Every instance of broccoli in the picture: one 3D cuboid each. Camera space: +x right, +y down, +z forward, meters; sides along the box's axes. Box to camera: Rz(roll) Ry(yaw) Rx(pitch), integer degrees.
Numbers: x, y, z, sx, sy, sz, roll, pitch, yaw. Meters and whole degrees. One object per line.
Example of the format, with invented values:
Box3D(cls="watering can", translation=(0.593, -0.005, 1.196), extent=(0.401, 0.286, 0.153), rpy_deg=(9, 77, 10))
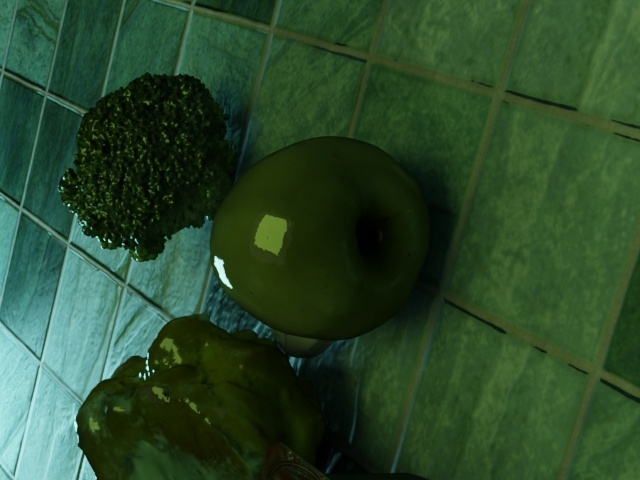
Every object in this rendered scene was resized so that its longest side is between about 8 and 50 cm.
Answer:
Box3D(cls="broccoli", translation=(-0.249, -0.107, 1.728), extent=(0.288, 0.259, 0.235), rpy_deg=(-33, 29, -8))

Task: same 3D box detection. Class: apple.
Box3D(cls="apple", translation=(0.000, 0.000, 1.378), extent=(0.262, 0.262, 0.262), rpy_deg=(-11, 76, 50))

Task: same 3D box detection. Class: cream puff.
Box3D(cls="cream puff", translation=(-0.136, 0.259, 1.530), extent=(0.378, 0.275, 0.378), rpy_deg=(12, 114, 29))

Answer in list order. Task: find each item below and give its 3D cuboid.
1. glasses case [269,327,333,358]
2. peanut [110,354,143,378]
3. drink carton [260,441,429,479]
Box3D(cls="glasses case", translation=(-0.050, 0.029, 1.579), extent=(0.113, 0.075, 0.296), rpy_deg=(-49, 50, 32))
Box3D(cls="peanut", translation=(-0.318, 0.285, 1.875), extent=(0.089, 0.089, 0.192), rpy_deg=(7, 90, 52))
Box3D(cls="drink carton", translation=(0.037, 0.348, 1.327), extent=(0.185, 0.190, 0.191), rpy_deg=(20, 101, 50))
